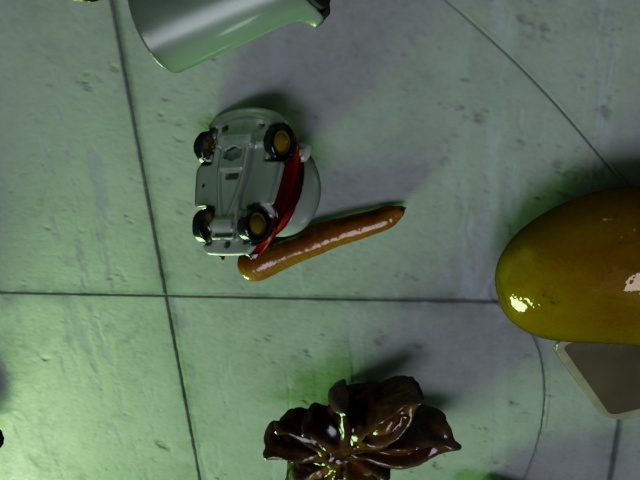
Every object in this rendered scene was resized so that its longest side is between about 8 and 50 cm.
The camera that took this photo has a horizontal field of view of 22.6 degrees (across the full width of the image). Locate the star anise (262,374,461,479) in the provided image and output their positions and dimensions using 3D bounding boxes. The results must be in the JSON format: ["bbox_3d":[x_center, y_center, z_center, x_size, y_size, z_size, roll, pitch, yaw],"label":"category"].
[{"bbox_3d":[0.045,0.215,1.808,0.220,0.099,0.214,-10,151,10],"label":"star anise"}]

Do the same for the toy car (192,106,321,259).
[{"bbox_3d":[-0.052,-0.045,1.492,0.112,0.139,0.112,0,166,42],"label":"toy car"}]

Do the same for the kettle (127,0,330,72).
[{"bbox_3d":[-0.076,-0.220,1.322,0.148,0.127,0.098,-19,166,22],"label":"kettle"}]

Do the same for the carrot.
[{"bbox_3d":[0.000,0.000,1.600,0.190,0.037,0.037,-19,134,23],"label":"carrot"}]

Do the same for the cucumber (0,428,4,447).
[{"bbox_3d":[-0.493,0.183,1.824,0.303,0.081,0.072,33,133,-28],"label":"cucumber"}]

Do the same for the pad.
[{"bbox_3d":[0.402,0.123,1.731,0.266,0.002,0.176,-18,134,24],"label":"pad"}]

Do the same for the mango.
[{"bbox_3d":[0.284,0.027,1.528,0.254,0.139,0.175,-6,135,21],"label":"mango"}]
